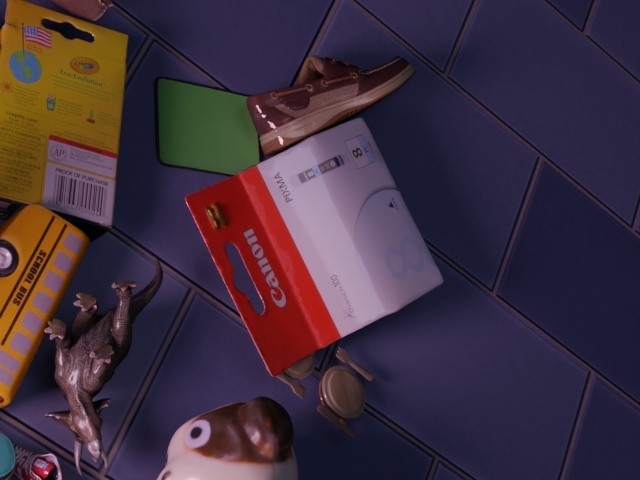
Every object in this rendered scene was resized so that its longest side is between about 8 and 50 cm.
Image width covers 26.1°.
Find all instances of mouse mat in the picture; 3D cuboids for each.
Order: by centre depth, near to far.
[{"bbox_3d":[-0.177,-0.177,2.190,0.189,0.007,0.153,9,67,-34],"label":"mouse mat"}]

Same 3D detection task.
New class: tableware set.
[{"bbox_3d":[-0.010,0.209,2.136,0.194,0.039,0.128,40,45,-19],"label":"tableware set"}]

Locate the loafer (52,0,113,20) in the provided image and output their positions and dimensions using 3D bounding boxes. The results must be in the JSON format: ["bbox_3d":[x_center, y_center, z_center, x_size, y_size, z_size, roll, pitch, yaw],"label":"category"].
[{"bbox_3d":[-0.320,-0.451,2.116,0.130,0.134,0.366,50,43,-22],"label":"loafer"}]

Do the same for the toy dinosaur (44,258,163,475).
[{"bbox_3d":[-0.310,0.147,1.901,0.121,0.160,0.313,15,48,-1],"label":"toy dinosaur"}]

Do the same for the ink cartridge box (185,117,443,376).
[{"bbox_3d":[0.000,0.000,2.151,0.385,0.091,0.308,-27,92,-49],"label":"ink cartridge box"}]

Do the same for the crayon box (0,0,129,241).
[{"bbox_3d":[-0.390,-0.175,1.991,0.202,0.081,0.319,16,64,-30],"label":"crayon box"}]

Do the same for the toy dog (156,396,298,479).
[{"bbox_3d":[-0.061,0.412,1.872,0.395,0.284,0.408,-33,91,-39],"label":"toy dog"}]

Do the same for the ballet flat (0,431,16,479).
[{"bbox_3d":[-0.527,0.294,1.689,0.316,0.106,0.108,2,75,-44],"label":"ballet flat"}]

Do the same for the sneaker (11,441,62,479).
[{"bbox_3d":[-0.392,0.290,1.816,0.118,0.067,0.042,39,55,-16],"label":"sneaker"}]

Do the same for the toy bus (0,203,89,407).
[{"bbox_3d":[-0.439,0.110,1.830,0.130,0.108,0.333,36,55,-22],"label":"toy bus"}]

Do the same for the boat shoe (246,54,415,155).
[{"bbox_3d":[0.016,-0.256,2.289,0.342,0.123,0.123,-29,92,-33],"label":"boat shoe"}]
